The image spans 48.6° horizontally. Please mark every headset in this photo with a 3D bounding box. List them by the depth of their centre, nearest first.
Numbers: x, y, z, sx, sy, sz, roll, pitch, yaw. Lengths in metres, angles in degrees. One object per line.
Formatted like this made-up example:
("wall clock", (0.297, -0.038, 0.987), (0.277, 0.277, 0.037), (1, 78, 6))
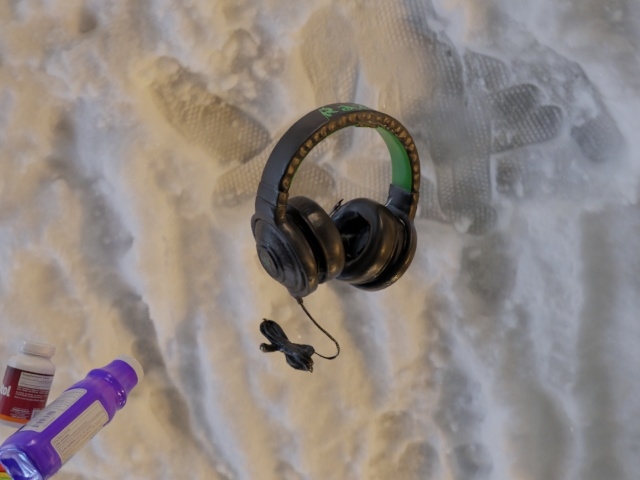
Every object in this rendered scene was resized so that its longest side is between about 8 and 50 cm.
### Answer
("headset", (0.000, 0.000, 0.998), (0.244, 0.185, 0.393), (-2, 111, -37))

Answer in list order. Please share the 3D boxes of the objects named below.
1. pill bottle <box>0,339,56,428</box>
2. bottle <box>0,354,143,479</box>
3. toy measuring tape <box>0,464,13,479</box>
("pill bottle", (-0.541, 0.264, 1.306), (0.086, 0.086, 0.151), (13, 81, -2))
("bottle", (-0.426, 0.306, 1.252), (0.118, 0.283, 0.092), (-23, 103, 34))
("toy measuring tape", (-0.657, 0.466, 1.330), (0.122, 0.121, 0.330), (-15, 156, 12))
